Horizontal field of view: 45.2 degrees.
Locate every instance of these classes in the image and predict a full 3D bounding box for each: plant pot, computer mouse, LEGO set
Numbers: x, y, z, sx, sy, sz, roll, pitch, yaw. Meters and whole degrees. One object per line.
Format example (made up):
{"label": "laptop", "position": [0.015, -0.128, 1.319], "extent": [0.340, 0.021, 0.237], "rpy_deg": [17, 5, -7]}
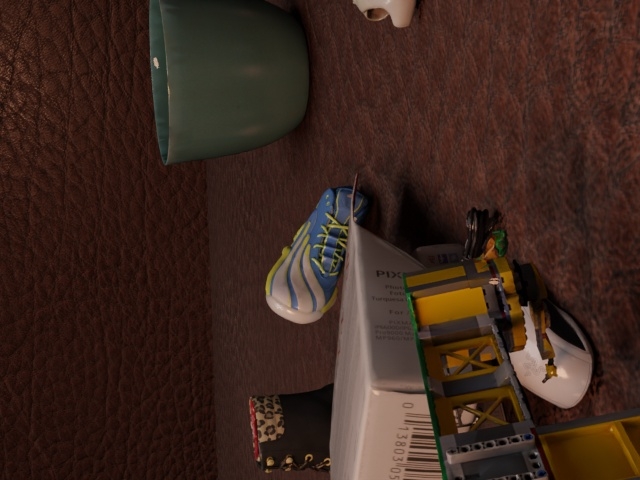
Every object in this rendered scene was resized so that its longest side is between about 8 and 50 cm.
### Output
{"label": "plant pot", "position": [-0.153, -0.278, 1.282], "extent": [0.293, 0.235, 0.292], "rpy_deg": [175, 90, -74]}
{"label": "computer mouse", "position": [0.155, 0.060, 0.637], "extent": [0.193, 0.042, 0.106], "rpy_deg": [-121, 42, -55]}
{"label": "LEGO set", "position": [0.176, 0.157, 0.453], "extent": [0.255, 0.192, 0.331], "rpy_deg": [-84, -19, -71]}

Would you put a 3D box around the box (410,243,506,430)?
{"label": "box", "position": [0.118, 0.192, 0.804], "extent": [0.232, 0.059, 0.321], "rpy_deg": [123, 140, -65]}

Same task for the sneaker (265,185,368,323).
{"label": "sneaker", "position": [0.000, 0.000, 0.974], "extent": [0.240, 0.091, 0.126], "rpy_deg": [-64, -5, -59]}

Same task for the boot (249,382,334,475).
{"label": "boot", "position": [0.009, 0.292, 0.980], "extent": [0.085, 0.179, 0.236], "rpy_deg": [111, 151, -56]}

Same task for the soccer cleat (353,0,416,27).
{"label": "soccer cleat", "position": [0.053, -0.292, 0.874], "extent": [0.196, 0.068, 0.076], "rpy_deg": [-129, 34, -58]}

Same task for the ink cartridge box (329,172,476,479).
{"label": "ink cartridge box", "position": [0.064, 0.146, 0.792], "extent": [0.385, 0.091, 0.308], "rpy_deg": [-87, 2, -60]}
